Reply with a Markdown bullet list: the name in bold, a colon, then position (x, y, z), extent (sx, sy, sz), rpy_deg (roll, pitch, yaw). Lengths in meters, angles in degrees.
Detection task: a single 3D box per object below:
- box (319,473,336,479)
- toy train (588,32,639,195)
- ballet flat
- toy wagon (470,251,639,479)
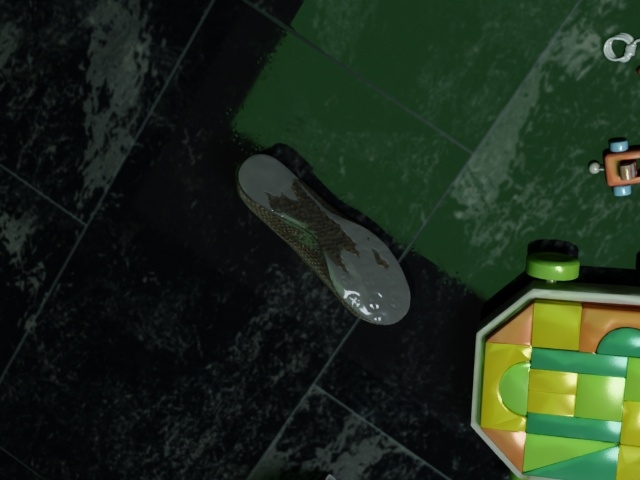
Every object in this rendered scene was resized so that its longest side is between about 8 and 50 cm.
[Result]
- **box**: position (-0.032, 0.418, 1.173), extent (0.232, 0.127, 0.148), rpy_deg (-43, 91, 18)
- **toy train**: position (0.334, -0.126, 0.997), extent (0.125, 0.046, 0.166), rpy_deg (-1, 103, 13)
- **ballet flat**: position (0.000, 0.000, 1.108), extent (0.250, 0.058, 0.084), rpy_deg (42, 73, -4)
- **toy wagon**: position (0.337, 0.155, 1.052), extent (0.344, 0.068, 0.267), rpy_deg (4, 104, 13)
